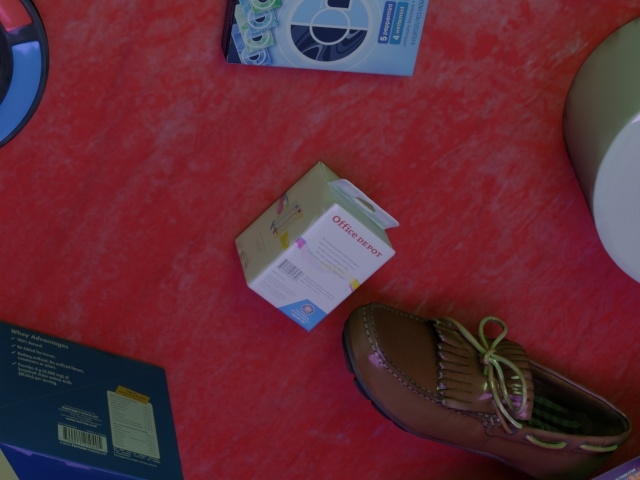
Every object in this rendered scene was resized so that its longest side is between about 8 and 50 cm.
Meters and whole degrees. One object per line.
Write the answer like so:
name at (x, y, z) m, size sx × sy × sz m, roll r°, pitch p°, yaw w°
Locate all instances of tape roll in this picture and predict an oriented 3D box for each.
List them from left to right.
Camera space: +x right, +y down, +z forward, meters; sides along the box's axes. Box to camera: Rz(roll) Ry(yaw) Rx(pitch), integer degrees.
tape roll at (0.372, -0.088, 1.606) m, size 0.246 × 0.169 × 0.246 m, roll -2°, pitch 121°, yaw -3°

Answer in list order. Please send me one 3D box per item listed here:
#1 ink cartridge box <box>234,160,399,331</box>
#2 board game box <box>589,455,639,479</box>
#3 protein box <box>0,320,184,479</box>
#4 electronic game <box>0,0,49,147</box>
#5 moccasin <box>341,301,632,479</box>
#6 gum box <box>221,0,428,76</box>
ink cartridge box at (0.000, 0.000, 1.644) m, size 0.143 × 0.090 × 0.092 m, roll -42°, pitch 121°, yaw 14°
board game box at (0.273, 0.313, 1.858) m, size 0.347 × 0.056 × 0.208 m, roll -27°, pitch 163°, yaw 6°
protein box at (-0.262, 0.213, 1.656) m, size 0.200 × 0.201 × 0.136 m, roll 19°, pitch 117°, yaw -23°
electronic game at (-0.362, -0.165, 1.483) m, size 0.229 × 0.048 × 0.229 m, roll -5°, pitch 123°, yaw -8°
moccasin at (0.182, 0.158, 1.743) m, size 0.380 × 0.139 × 0.147 m, roll 31°, pitch 129°, yaw -27°
gum box at (0.010, -0.237, 1.523) m, size 0.184 × 0.041 × 0.157 m, roll 2°, pitch 122°, yaw -15°
